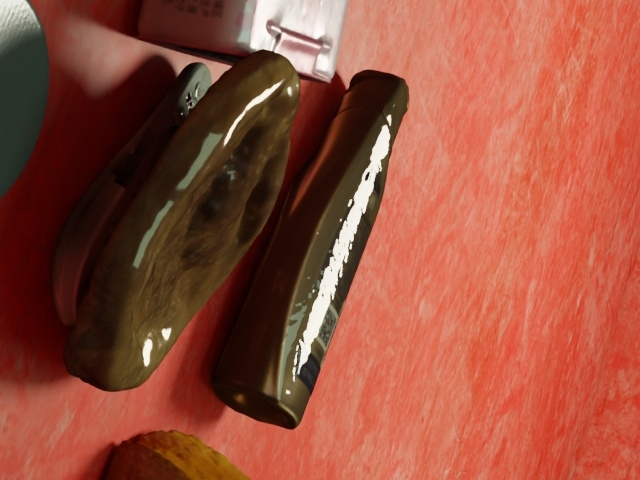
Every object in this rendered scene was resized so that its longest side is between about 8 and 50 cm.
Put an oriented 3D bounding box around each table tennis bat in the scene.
[{"bbox_3d":[-0.232,-0.058,0.934,0.149,0.038,0.237,72,34,-53],"label":"table tennis bat"}]

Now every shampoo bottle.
[{"bbox_3d":[0.000,0.000,1.435,0.125,0.084,0.350,59,48,-62],"label":"shampoo bottle"}]

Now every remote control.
[{"bbox_3d":[-0.141,-0.039,1.139,0.097,0.045,0.256,96,17,-48],"label":"remote control"}]

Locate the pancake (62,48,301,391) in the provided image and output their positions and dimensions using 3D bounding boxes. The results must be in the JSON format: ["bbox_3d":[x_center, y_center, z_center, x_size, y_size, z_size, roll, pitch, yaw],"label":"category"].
[{"bbox_3d":[-0.099,-0.001,1.116,0.294,0.049,0.294,-56,172,-11],"label":"pancake"}]

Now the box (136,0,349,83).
[{"bbox_3d":[-0.030,-0.317,1.164,0.190,0.112,0.369,7,94,-67],"label":"box"}]

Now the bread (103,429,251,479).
[{"bbox_3d":[-0.105,0.286,1.290,0.129,0.134,0.260,-42,139,-55],"label":"bread"}]
